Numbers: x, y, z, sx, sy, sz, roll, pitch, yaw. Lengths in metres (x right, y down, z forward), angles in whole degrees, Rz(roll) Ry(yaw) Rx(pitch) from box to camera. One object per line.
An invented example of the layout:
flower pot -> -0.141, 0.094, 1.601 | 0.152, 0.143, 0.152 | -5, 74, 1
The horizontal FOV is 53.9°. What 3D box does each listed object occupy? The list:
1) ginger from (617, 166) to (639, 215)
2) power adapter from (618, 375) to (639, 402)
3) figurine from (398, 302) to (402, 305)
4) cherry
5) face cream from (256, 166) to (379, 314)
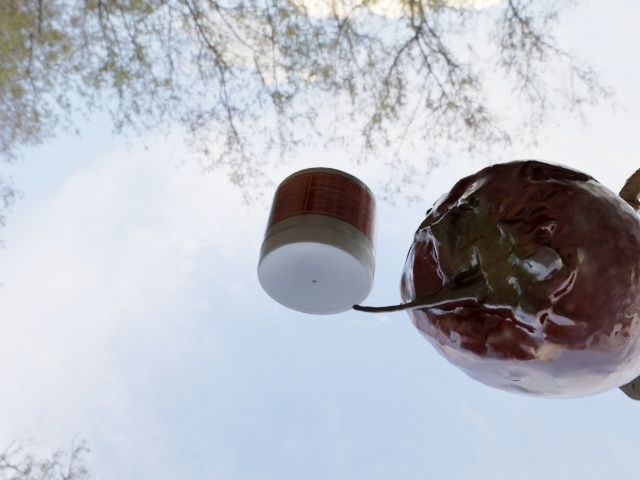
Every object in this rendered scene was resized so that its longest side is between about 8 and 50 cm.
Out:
ginger -> 0.626, -0.038, 1.340 | 0.075, 0.288, 0.089 | 33, -179, -20
power adapter -> 0.499, 0.170, 0.848 | 0.204, 0.130, 0.125 | 23, -166, -20
figurine -> 0.293, 0.110, 1.457 | 0.256, 0.182, 0.145 | -13, -108, -6
cherry -> 0.177, 0.045, 0.502 | 0.192, 0.249, 0.175 | -28, -139, 34
face cream -> 0.000, 0.000, 1.106 | 0.200, 0.201, 0.187 | 5, -133, 4
